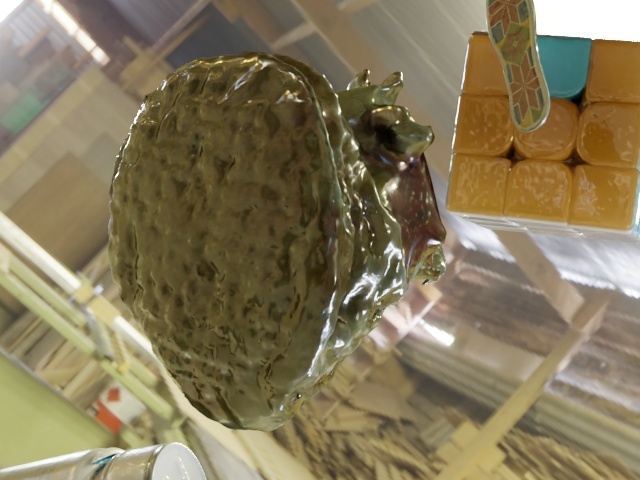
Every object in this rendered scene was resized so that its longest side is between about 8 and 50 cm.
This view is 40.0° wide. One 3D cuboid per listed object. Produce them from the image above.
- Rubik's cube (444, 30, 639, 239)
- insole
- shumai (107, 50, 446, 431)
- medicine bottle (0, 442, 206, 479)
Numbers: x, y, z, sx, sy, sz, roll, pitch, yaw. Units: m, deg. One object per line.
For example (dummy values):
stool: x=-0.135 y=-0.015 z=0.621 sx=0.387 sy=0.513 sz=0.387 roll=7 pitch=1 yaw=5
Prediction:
Rubik's cube: x=0.391 y=-0.159 z=1.441 sx=0.291 sy=0.291 sz=0.290 roll=8 pitch=-2 yaw=23
insole: x=0.197 y=-0.196 z=0.883 sx=0.006 sy=0.193 sz=0.065 roll=7 pitch=-25 yaw=-29
shumai: x=0.000 y=0.000 z=0.798 sx=0.292 sy=0.329 sz=0.288 roll=-16 pitch=-16 yaw=34
medicine bottle: x=-0.251 y=0.289 z=0.894 sx=0.143 sy=0.258 sz=0.143 roll=-16 pitch=90 yaw=-72
